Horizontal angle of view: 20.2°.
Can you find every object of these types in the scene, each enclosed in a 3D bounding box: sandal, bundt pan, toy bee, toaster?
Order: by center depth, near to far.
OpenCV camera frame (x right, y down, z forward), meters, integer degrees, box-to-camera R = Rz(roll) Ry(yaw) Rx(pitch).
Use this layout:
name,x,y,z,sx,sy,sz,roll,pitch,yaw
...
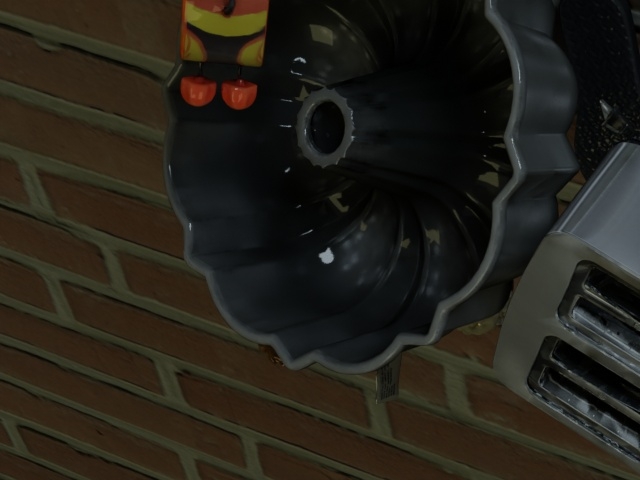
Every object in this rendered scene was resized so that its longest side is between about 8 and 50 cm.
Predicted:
name,x,y,z,sx,sy,sz,roll,pitch,yaw
toy bee,-0.067,-0.172,1.104,0.195,0.298,0.162,19,129,13
toaster,0.206,0.041,1.113,0.185,0.110,0.168,33,142,14
bundt pan,0.043,-0.074,1.226,0.330,0.331,0.124,-2,179,43
sandal,0.209,-0.105,1.256,0.067,0.040,0.179,5,126,29

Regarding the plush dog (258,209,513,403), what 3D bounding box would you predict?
name,x,y,z,sx,sy,sz,roll,pitch,yaw
plush dog,0.000,0.000,1.469,0.262,0.210,0.225,52,170,-28
